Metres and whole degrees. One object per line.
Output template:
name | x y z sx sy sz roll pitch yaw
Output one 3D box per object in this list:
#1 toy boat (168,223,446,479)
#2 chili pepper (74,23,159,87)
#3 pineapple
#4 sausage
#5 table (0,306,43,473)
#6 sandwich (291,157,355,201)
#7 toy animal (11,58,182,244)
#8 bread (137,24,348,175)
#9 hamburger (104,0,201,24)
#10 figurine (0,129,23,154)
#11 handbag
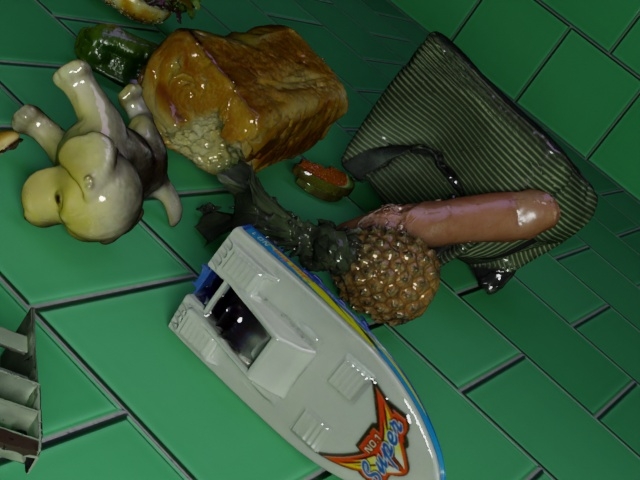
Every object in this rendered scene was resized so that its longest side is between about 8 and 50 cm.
toy boat | -0.001 0.121 0.990 0.295 0.129 0.088 42 22 16
chili pepper | -0.223 -0.226 1.478 0.204 0.072 0.073 19 35 -43
pineapple | 0.000 0.000 1.281 0.277 0.119 0.130 24 42 -22
sausage | 0.157 -0.019 1.416 0.304 0.078 0.078 -10 39 -16
table | -0.267 0.086 0.751 0.146 0.062 0.175 25 22 -26
sandwich | 0.005 -0.082 1.578 0.067 0.029 0.135 45 21 28
toy animal | -0.221 -0.078 1.113 0.169 0.121 0.233 54 13 3
bread | -0.101 -0.181 1.454 0.195 0.149 0.344 50 24 7
hamburger | -0.274 -0.391 1.725 0.189 0.093 0.164 29 24 -13
figurine | -0.377 -0.132 0.846 0.181 0.208 0.257 -39 105 -29
handbag | 0.207 -0.101 1.613 0.341 0.240 0.247 49 12 30
